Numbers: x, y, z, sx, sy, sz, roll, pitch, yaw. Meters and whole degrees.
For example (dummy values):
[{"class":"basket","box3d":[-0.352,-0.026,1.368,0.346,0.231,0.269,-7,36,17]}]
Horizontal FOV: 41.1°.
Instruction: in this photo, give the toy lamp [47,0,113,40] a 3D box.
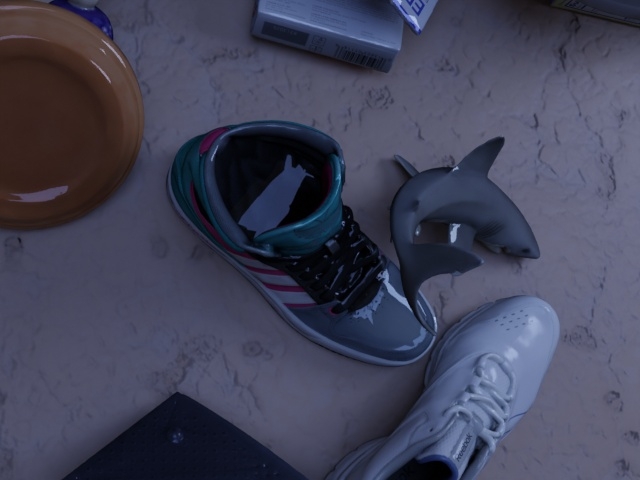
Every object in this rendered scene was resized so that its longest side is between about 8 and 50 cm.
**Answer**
[{"class":"toy lamp","box3d":[-0.174,-0.296,0.712,0.080,0.080,0.274,20,117,-9]}]

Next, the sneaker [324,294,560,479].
[{"class":"sneaker","box3d":[0.125,0.166,0.758,0.111,0.129,0.297,42,74,-1]}]

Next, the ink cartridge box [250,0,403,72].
[{"class":"ink cartridge box","box3d":[0.015,-0.266,0.861,0.146,0.045,0.179,14,60,-9]}]

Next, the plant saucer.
[{"class":"plant saucer","box3d":[-0.245,-0.096,0.710,0.200,0.037,0.199,-9,118,-18]}]

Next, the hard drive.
[{"class":"hard drive","box3d":[-0.078,0.241,0.664,0.255,0.054,0.172,31,45,25]}]

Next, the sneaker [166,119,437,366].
[{"class":"sneaker","box3d":[0.000,0.000,0.731,0.296,0.178,0.123,37,75,-5]}]

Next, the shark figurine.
[{"class":"shark figurine","box3d":[0.120,-0.039,0.745,0.166,0.278,0.116,50,118,11]}]

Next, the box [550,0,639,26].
[{"class":"box","box3d":[0.386,-0.343,0.907,0.243,0.117,0.213,9,79,-12]}]

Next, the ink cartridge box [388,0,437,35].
[{"class":"ink cartridge box","box3d":[0.051,-0.399,0.794,0.303,0.072,0.307,44,67,-30]}]

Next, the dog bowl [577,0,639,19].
[{"class":"dog bowl","box3d":[0.322,-0.380,0.779,0.349,0.102,0.348,0,79,0]}]
